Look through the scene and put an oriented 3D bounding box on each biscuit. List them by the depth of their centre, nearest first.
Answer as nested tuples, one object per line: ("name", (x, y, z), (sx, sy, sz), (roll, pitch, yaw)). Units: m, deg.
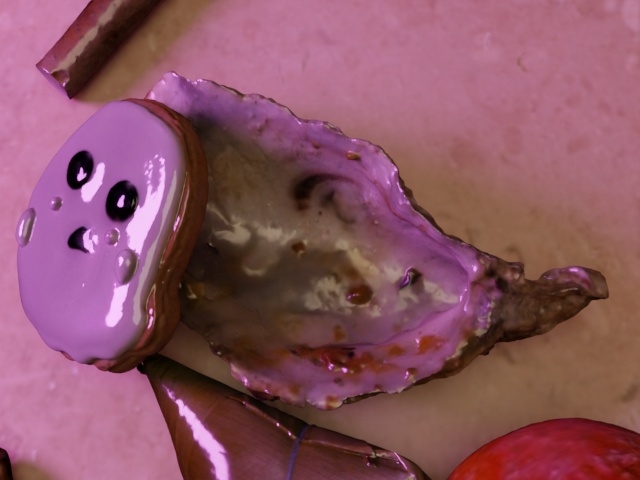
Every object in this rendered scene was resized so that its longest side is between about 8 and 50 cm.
("biscuit", (-0.166, -0.011, 0.737), (0.181, 0.049, 0.208), (16, 90, 38))

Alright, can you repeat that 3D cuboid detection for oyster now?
("oyster", (-0.001, 0.028, 0.746), (0.396, 0.111, 0.204), (27, 83, 12))

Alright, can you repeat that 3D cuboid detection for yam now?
("yam", (-0.144, -0.231, 0.839), (0.046, 0.046, 0.264), (38, 81, 9))

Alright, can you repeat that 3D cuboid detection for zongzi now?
("zongzi", (-0.071, 0.221, 0.702), (0.256, 0.115, 0.228), (23, 80, 13))

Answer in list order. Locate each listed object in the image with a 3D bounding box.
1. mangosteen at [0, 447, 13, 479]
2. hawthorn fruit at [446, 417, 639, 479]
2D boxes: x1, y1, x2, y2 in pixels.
("mangosteen", (-0.291, 0.240, 0.660), (0.236, 0.235, 0.261), (13, 38, 4))
("hawthorn fruit", (0.170, 0.238, 0.630), (0.231, 0.263, 0.235), (30, 99, 17))
